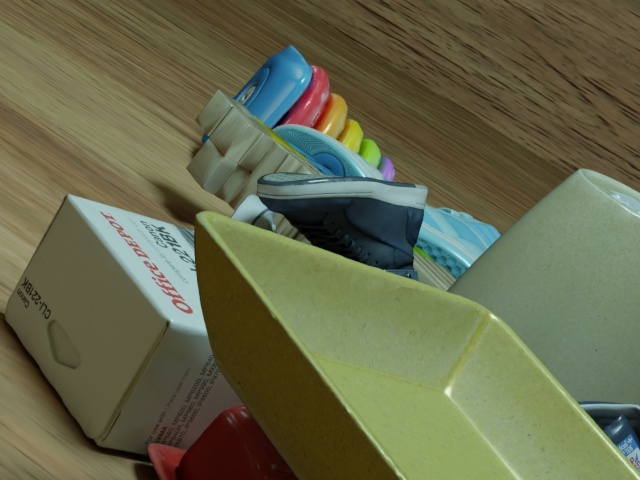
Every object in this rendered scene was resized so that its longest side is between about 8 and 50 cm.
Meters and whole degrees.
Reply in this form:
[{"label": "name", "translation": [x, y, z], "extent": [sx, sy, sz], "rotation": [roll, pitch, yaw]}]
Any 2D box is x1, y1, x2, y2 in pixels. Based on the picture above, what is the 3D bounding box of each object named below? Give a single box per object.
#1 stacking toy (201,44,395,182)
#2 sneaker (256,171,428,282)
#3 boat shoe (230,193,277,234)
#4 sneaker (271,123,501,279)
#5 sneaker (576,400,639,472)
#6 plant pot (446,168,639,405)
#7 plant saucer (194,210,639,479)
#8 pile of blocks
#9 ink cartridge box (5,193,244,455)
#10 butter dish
[{"label": "stacking toy", "translation": [0.021, -0.074, 2.174], "extent": [0.302, 0.166, 0.175], "rotation": [41, 4, -16]}, {"label": "sneaker", "translation": [0.020, 0.020, 1.712], "extent": [0.086, 0.163, 0.226], "rotation": [7, 0, 39]}, {"label": "boat shoe", "translation": [-0.070, 0.036, 1.691], "extent": [0.084, 0.095, 0.258], "rotation": [33, 24, -3]}, {"label": "sneaker", "translation": [0.079, -0.015, 2.075], "extent": [0.319, 0.127, 0.208], "rotation": [43, 19, 13]}, {"label": "sneaker", "translation": [0.279, 0.236, 1.476], "extent": [0.099, 0.153, 0.282], "rotation": [-36, 51, -28]}, {"label": "plant pot", "translation": [0.225, 0.082, 1.701], "extent": [0.256, 0.274, 0.256], "rotation": [28, 14, -7]}, {"label": "plant saucer", "translation": [0.084, 0.142, 1.173], "extent": [0.332, 0.081, 0.333], "rotation": [20, 24, -48]}, {"label": "pile of blocks", "translation": [0.000, 0.000, 1.908], "extent": [0.362, 0.112, 0.149], "rotation": [41, 10, 13]}, {"label": "ink cartridge box", "translation": [-0.078, 0.084, 1.425], "extent": [0.273, 0.114, 0.197], "rotation": [16, 19, -39]}, {"label": "butter dish", "translation": [-0.017, 0.163, 1.261], "extent": [0.160, 0.118, 0.160], "rotation": [22, 15, -28]}]
